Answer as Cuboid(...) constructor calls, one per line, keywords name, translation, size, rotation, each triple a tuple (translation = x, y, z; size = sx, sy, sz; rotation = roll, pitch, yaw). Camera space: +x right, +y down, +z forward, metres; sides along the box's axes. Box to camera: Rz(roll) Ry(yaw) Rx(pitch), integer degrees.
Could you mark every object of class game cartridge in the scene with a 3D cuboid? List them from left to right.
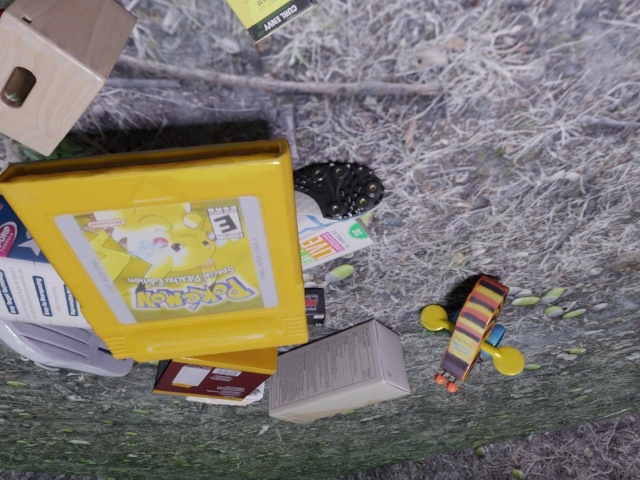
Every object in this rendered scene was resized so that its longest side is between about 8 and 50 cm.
Cuboid(name="game cartridge", translation=(-0.164, 0.039, 0.505), size=(0.286, 0.052, 0.323), rotation=(-6, 130, -3))

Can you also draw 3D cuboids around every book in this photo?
Cuboid(name="book", translation=(0.000, 0.000, 0.638), size=(0.144, 0.035, 0.096), rotation=(-22, 142, 20))

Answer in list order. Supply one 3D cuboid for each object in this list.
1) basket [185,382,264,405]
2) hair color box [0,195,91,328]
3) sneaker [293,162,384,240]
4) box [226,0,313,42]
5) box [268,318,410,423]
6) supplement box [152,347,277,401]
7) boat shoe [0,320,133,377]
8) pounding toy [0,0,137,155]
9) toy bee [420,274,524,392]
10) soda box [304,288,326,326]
Cuboid(name="basket", translation=(-0.226, 0.319, 0.955), size=(0.167, 0.113, 0.103), rotation=(17, 141, -24))
Cuboid(name="hair color box", translation=(-0.332, 0.051, 0.609), size=(0.348, 0.105, 0.173), rotation=(11, 137, -18))
Cuboid(name="sneaker", translation=(-0.029, -0.039, 0.555), size=(0.237, 0.085, 0.086), rotation=(-17, 166, 10))
Cuboid(name="box", translation=(-0.089, -0.257, 0.261), size=(0.058, 0.087, 0.232), rotation=(-24, 136, 20))
Cuboid(name="box", translation=(0.033, 0.311, 0.938), size=(0.311, 0.147, 0.121), rotation=(-26, 137, 27))
Cuboid(name="supplement box", translation=(-0.211, 0.224, 0.819), size=(0.192, 0.129, 0.194), rotation=(16, 137, -24))
Cuboid(name="boat shoe", translation=(-0.502, 0.198, 0.767), size=(0.119, 0.121, 0.335), rotation=(-12, 142, 8))
Cuboid(name="pounding toy", translation=(-0.253, -0.149, 0.346), size=(0.141, 0.130, 0.100), rotation=(-30, 134, 30))
Cuboid(name="toy bee", translation=(0.300, 0.220, 0.806), size=(0.195, 0.162, 0.298), rotation=(11, 134, 47))
Cuboid(name="soda box", translation=(-0.076, 0.127, 0.764), size=(0.169, 0.060, 0.053), rotation=(1, 143, -7))
